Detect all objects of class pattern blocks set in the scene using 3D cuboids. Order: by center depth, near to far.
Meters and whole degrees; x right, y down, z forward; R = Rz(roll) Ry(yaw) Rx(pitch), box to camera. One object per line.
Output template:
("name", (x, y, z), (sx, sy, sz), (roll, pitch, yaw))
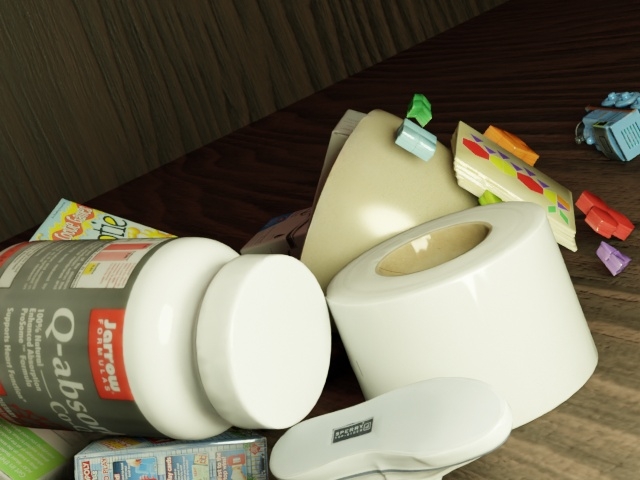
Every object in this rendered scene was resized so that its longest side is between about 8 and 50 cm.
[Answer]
("pattern blocks set", (0.232, -0.064, 1.639), (0.026, 0.325, 0.285), (-55, -1, 24))

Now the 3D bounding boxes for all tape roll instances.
("tape roll", (0.147, 0.083, 1.433), (0.246, 0.169, 0.246), (-20, 14, 5))

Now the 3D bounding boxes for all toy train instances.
("toy train", (0.461, -0.178, 2.124), (0.105, 0.080, 0.184), (-31, 15, -9))

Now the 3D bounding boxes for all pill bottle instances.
("pill bottle", (-0.184, 0.100, 1.439), (0.363, 0.210, 0.210), (-2, 23, 35))

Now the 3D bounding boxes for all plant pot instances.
("plant pot", (0.114, 0.003, 1.681), (0.191, 0.284, 0.284), (20, 28, 13))

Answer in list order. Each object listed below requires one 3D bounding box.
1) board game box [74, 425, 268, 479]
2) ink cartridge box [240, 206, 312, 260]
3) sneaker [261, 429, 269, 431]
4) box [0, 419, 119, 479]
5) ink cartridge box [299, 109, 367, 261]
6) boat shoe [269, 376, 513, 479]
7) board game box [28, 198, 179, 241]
("board game box", (-0.181, 0.234, 1.478), (0.194, 0.060, 0.194), (-5, 6, -24))
("ink cartridge box", (0.000, 0.000, 2.154), (0.203, 0.086, 0.148), (-17, 15, 25))
("sneaker", (-0.041, 0.154, 1.650), (0.106, 0.078, 0.234), (-24, 11, 6))
("box", (-0.329, 0.185, 1.674), (0.232, 0.058, 0.322), (32, 35, 24))
("ink cartridge box", (0.010, -0.016, 1.856), (0.060, 0.275, 0.239), (17, 21, 6))
("boat shoe", (0.076, 0.196, 1.286), (0.258, 0.084, 0.095), (-15, 40, 36))
("board game box", (-0.224, 0.077, 1.692), (0.275, 0.142, 0.144), (18, 29, 1))
